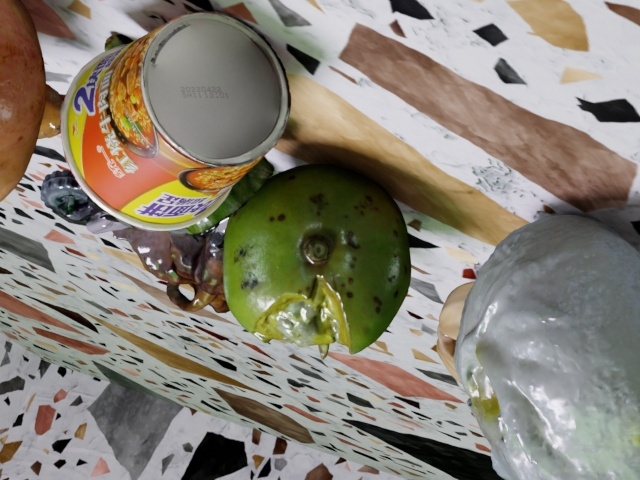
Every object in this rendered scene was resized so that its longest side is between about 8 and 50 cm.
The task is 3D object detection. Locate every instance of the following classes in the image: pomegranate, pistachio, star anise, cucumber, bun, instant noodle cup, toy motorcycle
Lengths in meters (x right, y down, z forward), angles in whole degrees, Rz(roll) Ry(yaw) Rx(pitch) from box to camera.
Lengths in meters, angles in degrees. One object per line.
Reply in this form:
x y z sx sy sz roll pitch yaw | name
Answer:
-0.001 0.038 1.732 0.236 0.236 0.302 20 162 12 | pomegranate
0.254 0.127 1.829 0.229 0.157 0.157 9 159 26 | pistachio
-0.172 0.058 2.248 0.350 0.109 0.292 12 155 38 | star anise
-0.169 -0.129 1.619 0.244 0.134 0.134 53 156 -12 | cucumber
-0.435 -0.165 1.581 0.338 0.338 0.338 21 164 7 | pomegranate
0.265 0.145 1.525 0.211 0.362 0.362 -18 163 -5 | bun
-0.141 -0.132 1.466 0.213 0.213 0.174 29 154 -20 | instant noodle cup
-0.204 -0.060 1.831 0.327 0.143 0.188 -15 144 38 | toy motorcycle

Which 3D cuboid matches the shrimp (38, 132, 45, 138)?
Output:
-0.475 -0.193 1.934 0.267 0.061 0.145 15 164 18 | shrimp
